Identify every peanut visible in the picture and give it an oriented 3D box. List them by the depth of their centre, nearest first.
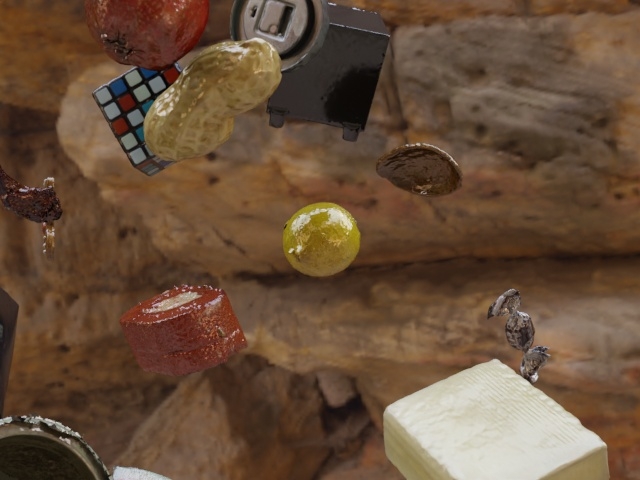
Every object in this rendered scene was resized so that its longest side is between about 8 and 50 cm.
[{"bbox_3d":[-0.198,-0.253,1.650,0.305,0.147,0.147,-43,-16,25],"label":"peanut"}]

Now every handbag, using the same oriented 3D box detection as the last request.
[{"bbox_3d":[-0.594,0.175,1.594,0.088,0.254,0.211,-7,-32,4],"label":"handbag"}]

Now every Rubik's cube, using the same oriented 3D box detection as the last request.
[{"bbox_3d":[-0.335,-0.258,1.891,0.182,0.184,0.187,-29,-3,-2],"label":"Rubik's cube"}]

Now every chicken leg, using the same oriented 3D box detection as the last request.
[{"bbox_3d":[-0.609,-0.098,1.866,0.093,0.053,0.205,-41,-42,19],"label":"chicken leg"}]

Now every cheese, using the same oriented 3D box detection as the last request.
[{"bbox_3d":[0.262,0.322,1.409,0.242,0.124,0.265,-16,29,-23],"label":"cheese"}]

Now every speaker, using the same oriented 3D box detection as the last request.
[{"bbox_3d":[0.007,-0.376,2.002,0.232,0.254,0.184,9,28,-9],"label":"speaker"}]

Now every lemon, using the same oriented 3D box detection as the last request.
[{"bbox_3d":[0.000,0.000,2.126,0.173,0.174,0.206,-11,11,39],"label":"lemon"}]

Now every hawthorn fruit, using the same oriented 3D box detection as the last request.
[{"bbox_3d":[-0.283,-0.416,1.556,0.205,0.253,0.205,22,-22,9],"label":"hawthorn fruit"}]

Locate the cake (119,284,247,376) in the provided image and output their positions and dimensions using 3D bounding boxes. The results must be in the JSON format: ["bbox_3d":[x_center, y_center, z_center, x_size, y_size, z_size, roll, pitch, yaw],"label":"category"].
[{"bbox_3d":[-0.284,0.186,1.864,0.177,0.151,0.283,-32,20,-29],"label":"cake"}]

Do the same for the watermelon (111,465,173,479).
[{"bbox_3d":[-0.322,0.590,1.780,0.261,0.213,0.201,11,26,22],"label":"watermelon"}]

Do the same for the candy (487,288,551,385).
[{"bbox_3d":[0.395,0.192,1.810,0.094,0.226,0.051,-36,30,-17],"label":"candy"}]

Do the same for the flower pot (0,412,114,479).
[{"bbox_3d":[-0.425,0.378,1.142,0.259,0.290,0.290,-23,-8,35],"label":"flower pot"}]

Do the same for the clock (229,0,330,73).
[{"bbox_3d":[-0.081,-0.440,1.838,0.215,0.215,0.042,-11,-6,26],"label":"clock"}]

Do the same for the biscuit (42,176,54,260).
[{"bbox_3d":[-0.654,-0.046,2.209,0.031,0.205,0.138,-1,-27,-18],"label":"biscuit"}]

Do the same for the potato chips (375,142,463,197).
[{"bbox_3d":[0.207,-0.148,1.860,0.150,0.049,0.201,35,-22,-20],"label":"potato chips"}]
